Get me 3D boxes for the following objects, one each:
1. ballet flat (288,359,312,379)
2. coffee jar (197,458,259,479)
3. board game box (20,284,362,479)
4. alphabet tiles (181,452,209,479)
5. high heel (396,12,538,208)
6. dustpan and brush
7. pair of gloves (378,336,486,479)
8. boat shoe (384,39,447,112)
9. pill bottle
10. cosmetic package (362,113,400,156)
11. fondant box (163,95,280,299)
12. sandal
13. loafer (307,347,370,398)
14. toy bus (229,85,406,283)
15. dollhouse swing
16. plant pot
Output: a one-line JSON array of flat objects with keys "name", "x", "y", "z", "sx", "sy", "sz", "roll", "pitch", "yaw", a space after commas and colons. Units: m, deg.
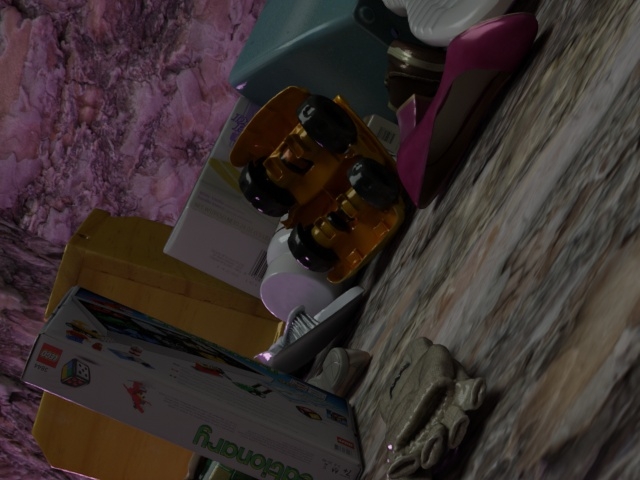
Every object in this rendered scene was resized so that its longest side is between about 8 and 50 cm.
[{"name": "ballet flat", "x": -0.060, "y": 0.191, "z": 1.777, "sx": 0.173, "sy": 0.049, "sz": 0.057, "roll": -59, "pitch": 7, "yaw": 40}, {"name": "coffee jar", "x": -0.081, "y": 0.244, "z": 1.555, "sx": 0.184, "sy": 0.079, "sz": 0.096, "roll": -63, "pitch": -14, "yaw": -2}, {"name": "board game box", "x": -0.113, "y": 0.141, "z": 1.240, "sx": 0.193, "sy": 0.305, "sz": 0.053, "roll": -99, "pitch": 33, "yaw": -80}, {"name": "alphabet tiles", "x": -0.140, "y": 0.328, "z": 1.674, "sx": 0.284, "sy": 0.021, "sz": 0.278, "roll": -64, "pitch": -14, "yaw": -5}, {"name": "high heel", "x": 0.150, "y": -0.131, "z": 1.359, "sx": 0.244, "sy": 0.082, "sz": 0.117, "roll": -37, "pitch": 53, "yaw": 48}, {"name": "dustpan and brush", "x": -0.033, "y": 0.122, "z": 1.625, "sx": 0.147, "sy": 0.060, "sz": 0.211, "roll": -34, "pitch": -18, "yaw": -26}, {"name": "pair of gloves", "x": 0.044, "y": 0.188, "z": 0.976, "sx": 0.240, "sy": 0.042, "sz": 0.204, "roll": -62, "pitch": 3, "yaw": -2}, {"name": "boat shoe", "x": 0.128, "y": -0.209, "z": 1.753, "sx": 0.257, "sy": 0.095, "sz": 0.095, "roll": -65, "pitch": -12, "yaw": -81}, {"name": "pill bottle", "x": 0.000, "y": 0.000, "z": 1.732, "sx": 0.121, "sy": 0.121, "sz": 0.221, "roll": -57, "pitch": 9, "yaw": 46}, {"name": "cosmetic package", "x": 0.087, "y": -0.151, "z": 1.919, "sx": 0.041, "sy": 0.060, "sz": 0.115, "roll": -64, "pitch": 5, "yaw": 1}, {"name": "fondant box", "x": -0.065, "y": -0.051, "z": 1.934, "sx": 0.096, "sy": 0.238, "sz": 0.330, "roll": -60, "pitch": 7, "yaw": 33}, {"name": "sandal", "x": 0.180, "y": -0.299, "z": 1.597, "sx": 0.169, "sy": 0.102, "sz": 0.416, "roll": -47, "pitch": 19, "yaw": 9}, {"name": "loafer", "x": 0.016, "y": 0.154, "z": 1.401, "sx": 0.125, "sy": 0.039, "sz": 0.045, "roll": 119, "pitch": 141, "yaw": -49}, {"name": "toy bus", "x": 0.030, "y": -0.072, "z": 1.636, "sx": 0.149, "sy": 0.220, "sz": 0.211, "roll": -46, "pitch": -17, "yaw": 25}, {"name": "dollhouse swing", "x": -0.228, "y": 0.170, "z": 1.971, "sx": 0.315, "sy": 0.346, "sz": 0.305, "roll": -88, "pitch": 14, "yaw": -75}, {"name": "plant pot", "x": 0.059, "y": -0.302, "z": 2.024, "sx": 0.252, "sy": 0.247, "sz": 0.248, "roll": -23, "pitch": 38, "yaw": 54}]
